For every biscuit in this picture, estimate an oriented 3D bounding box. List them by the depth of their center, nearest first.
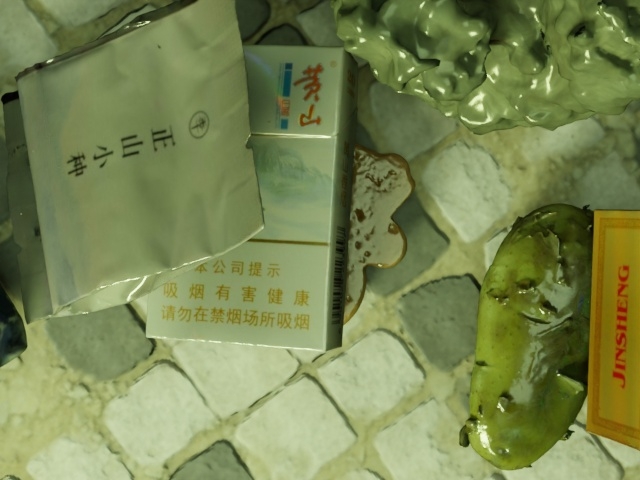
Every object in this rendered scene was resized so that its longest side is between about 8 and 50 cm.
[{"bbox_3d":[0.006,-0.001,0.731,0.133,0.027,0.184,13,90,3],"label":"biscuit"}]

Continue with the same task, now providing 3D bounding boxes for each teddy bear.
[{"bbox_3d":[0.071,-0.242,0.615,0.367,0.224,0.357,28,47,-8],"label":"teddy bear"}]

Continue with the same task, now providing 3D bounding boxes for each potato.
[{"bbox_3d":[0.180,0.078,0.710,0.117,0.090,0.226,19,90,-2],"label":"potato"}]

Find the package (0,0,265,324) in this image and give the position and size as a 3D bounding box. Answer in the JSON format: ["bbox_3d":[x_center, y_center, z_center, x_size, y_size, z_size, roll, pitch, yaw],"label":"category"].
[{"bbox_3d":[-0.144,-0.063,0.657,0.250,0.062,0.204,-19,74,30],"label":"package"}]

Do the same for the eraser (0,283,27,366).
[{"bbox_3d":[-0.376,-0.009,0.669,0.155,0.101,0.332,-32,90,15],"label":"eraser"}]

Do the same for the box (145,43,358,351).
[{"bbox_3d":[-0.052,-0.035,0.689,0.149,0.067,0.233,3,88,11],"label":"box"}]

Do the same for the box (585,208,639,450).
[{"bbox_3d":[0.342,0.065,0.683,0.274,0.076,0.174,1,93,-22],"label":"box"}]
